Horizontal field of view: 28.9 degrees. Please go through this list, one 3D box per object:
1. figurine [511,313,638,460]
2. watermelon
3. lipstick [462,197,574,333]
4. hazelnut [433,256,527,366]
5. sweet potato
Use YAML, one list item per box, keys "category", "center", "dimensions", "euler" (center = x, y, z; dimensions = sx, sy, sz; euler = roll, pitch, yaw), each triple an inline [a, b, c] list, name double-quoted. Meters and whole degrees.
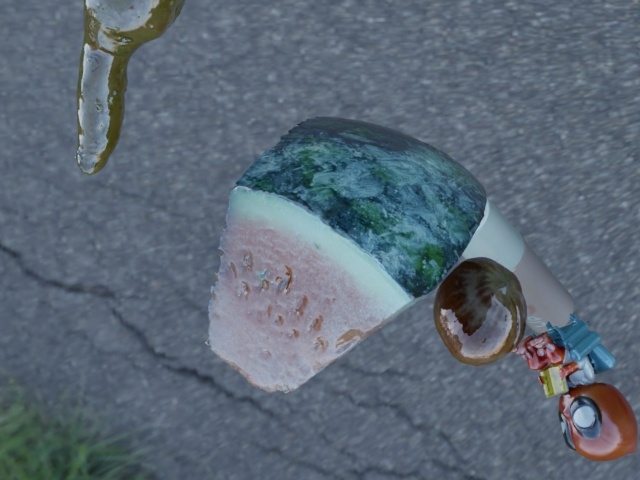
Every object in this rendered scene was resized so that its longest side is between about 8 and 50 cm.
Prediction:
- category: "figurine"
  center: [0.238, 0.138, 1.121]
  dimensions: [0.140, 0.075, 0.068]
  euler: [60, 149, 5]
- category: "watermelon"
  center: [0.000, 0.000, 0.951]
  dimensions: [0.148, 0.318, 0.226]
  euler: [40, 93, -3]
- category: "lipstick"
  center: [0.234, 0.031, 1.536]
  dimensions: [0.070, 0.254, 0.070]
  euler: [-19, 51, 26]
- category: "hazelnut"
  center: [0.132, 0.055, 0.995]
  dimensions: [0.086, 0.086, 0.086]
  euler: [6, 103, 29]
- category: "sweet potato"
  center: [-0.137, -0.170, 0.887]
  dimensions: [0.074, 0.074, 0.269]
  euler: [36, 114, 19]
